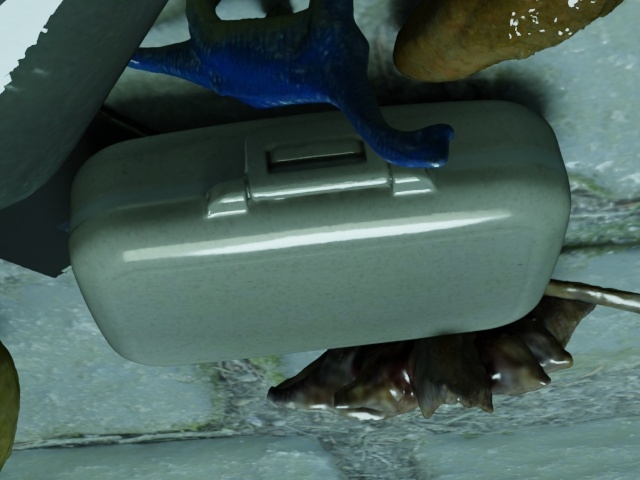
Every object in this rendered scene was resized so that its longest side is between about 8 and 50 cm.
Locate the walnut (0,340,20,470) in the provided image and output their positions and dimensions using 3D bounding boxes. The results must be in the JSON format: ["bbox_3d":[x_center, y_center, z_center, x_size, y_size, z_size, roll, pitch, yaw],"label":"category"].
[{"bbox_3d":[-0.409,0.188,1.159,0.227,0.283,0.283,-1,154,29],"label":"walnut"}]

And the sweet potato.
[{"bbox_3d":[0.138,-0.182,0.709,0.114,0.092,0.341,27,147,-1],"label":"sweet potato"}]

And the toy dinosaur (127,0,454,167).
[{"bbox_3d":[-0.036,-0.092,0.760,0.248,0.188,0.075,-12,142,20],"label":"toy dinosaur"}]

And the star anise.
[{"bbox_3d":[0.130,0.099,1.168,0.292,0.109,0.349,-30,-166,-40],"label":"star anise"}]

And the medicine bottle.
[{"bbox_3d":[0.000,0.000,0.977,0.375,0.123,0.282,-6,155,-1],"label":"medicine bottle"}]

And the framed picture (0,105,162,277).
[{"bbox_3d":[-0.279,-0.066,0.974,0.339,0.014,0.255,25,142,-38],"label":"framed picture"}]

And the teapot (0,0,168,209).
[{"bbox_3d":[-0.123,-0.180,0.570,0.344,0.253,0.300,-30,174,34],"label":"teapot"}]
